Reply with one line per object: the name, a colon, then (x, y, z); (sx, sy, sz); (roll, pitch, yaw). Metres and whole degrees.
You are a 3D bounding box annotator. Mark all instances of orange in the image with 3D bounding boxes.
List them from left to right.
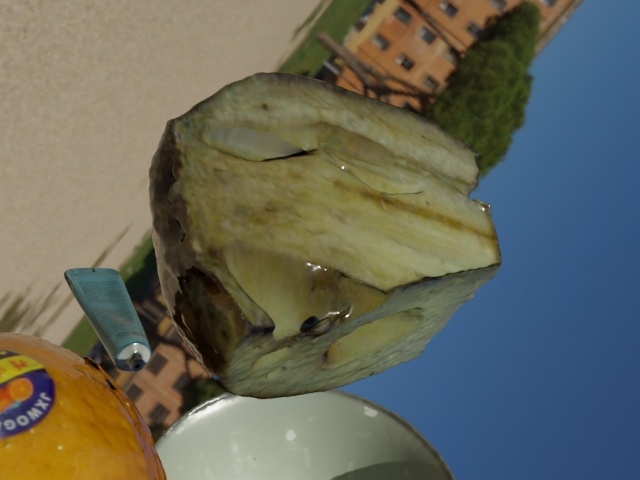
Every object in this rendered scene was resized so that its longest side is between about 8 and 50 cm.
orange: (-0.187, 0.163, 0.541); (0.193, 0.219, 0.219); (-32, 175, -34)

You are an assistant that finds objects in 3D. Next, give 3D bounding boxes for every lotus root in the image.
lotus root: (-0.003, 0.005, 0.674); (0.142, 0.314, 0.210); (-38, -122, 37)

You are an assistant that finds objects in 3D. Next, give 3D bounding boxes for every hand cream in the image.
hand cream: (-0.284, 0.103, 1.286); (0.224, 0.083, 0.048); (50, -49, 47)

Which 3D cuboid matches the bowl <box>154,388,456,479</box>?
bowl: (-0.027, 0.321, 0.941); (0.337, 0.337, 0.158); (-58, 161, -44)
